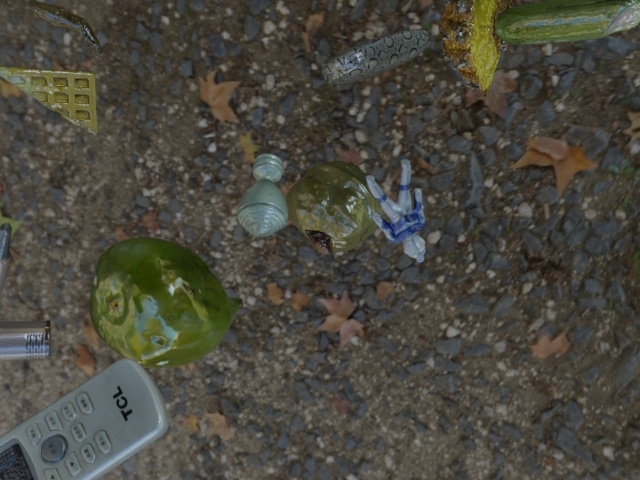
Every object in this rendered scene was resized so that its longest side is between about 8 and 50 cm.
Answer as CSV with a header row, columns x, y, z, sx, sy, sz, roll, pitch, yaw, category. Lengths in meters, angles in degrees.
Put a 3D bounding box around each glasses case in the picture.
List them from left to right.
x,y,z,sx,sy,sz,roll,pitch,yaw,category
0.150,-0.480,1.641,0.137,0.355,0.085,-17,100,51,glasses case

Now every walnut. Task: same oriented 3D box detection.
x,y,z,sx,sy,sz,roll,pitch,yaw,category
0.050,-0.106,1.929,0.277,0.253,0.282,33,74,20,walnut

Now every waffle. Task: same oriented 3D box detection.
x,y,z,sx,sy,sz,roll,pitch,yaw,category
-0.495,-0.246,1.113,0.032,0.191,0.125,25,116,56,waffle

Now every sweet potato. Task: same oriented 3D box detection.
x,y,z,sx,sy,sz,roll,pitch,yaw,category
-0.450,-0.388,1.125,0.153,0.038,0.041,33,118,-4,sweet potato

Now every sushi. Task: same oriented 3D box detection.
x,y,z,sx,sy,sz,roll,pitch,yaw,category
0.000,0.000,1.661,0.099,0.050,0.047,29,156,29,sushi

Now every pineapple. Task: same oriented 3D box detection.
x,y,z,sx,sy,sz,roll,pitch,yaw,category
0.314,-0.496,1.364,0.158,0.161,0.334,24,100,51,pineapple

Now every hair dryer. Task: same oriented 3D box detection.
x,y,z,sx,sy,sz,roll,pitch,yaw,category
-0.429,0.069,0.760,0.053,0.195,0.220,-112,33,-42,hair dryer

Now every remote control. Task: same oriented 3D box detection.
x,y,z,sx,sy,sz,roll,pitch,yaw,category
-0.239,0.193,0.599,0.190,0.029,0.087,-32,67,-7,remote control

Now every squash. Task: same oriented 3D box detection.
x,y,z,sx,sy,sz,roll,pitch,yaw,category
0.390,-0.351,1.004,0.239,0.069,0.069,8,109,42,squash

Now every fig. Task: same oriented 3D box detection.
x,y,z,sx,sy,sz,roll,pitch,yaw,category
-0.236,0.107,1.102,0.233,0.314,0.232,-4,85,57,fig

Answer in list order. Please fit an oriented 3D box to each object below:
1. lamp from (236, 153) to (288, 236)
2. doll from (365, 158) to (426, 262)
x,y,z,sx,sy,sz,roll,pitch,yaw,category
-0.118,-0.095,1.324,0.106,0.106,0.192,-25,49,34,lamp
0.162,-0.044,1.269,0.227,0.114,0.057,67,169,-25,doll
